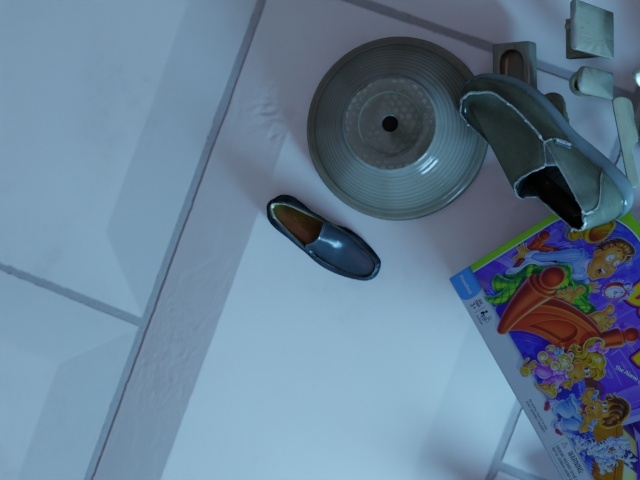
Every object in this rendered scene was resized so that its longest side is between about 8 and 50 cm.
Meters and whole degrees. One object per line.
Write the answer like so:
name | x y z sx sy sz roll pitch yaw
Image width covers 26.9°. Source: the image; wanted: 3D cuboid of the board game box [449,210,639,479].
board game box | 0.336 0.129 1.587 0.233 0.078 0.347 -33 57 8

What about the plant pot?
plant pot | 0.094 -0.142 1.687 0.237 0.110 0.237 0 92 9

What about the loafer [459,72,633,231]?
loafer | 0.256 -0.104 1.593 0.251 0.094 0.087 41 59 19

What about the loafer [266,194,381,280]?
loafer | 0.000 0.000 1.727 0.170 0.061 0.062 30 94 7

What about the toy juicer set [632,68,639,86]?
toy juicer set | 0.548 -0.131 1.586 0.209 0.089 0.329 -39 96 -12

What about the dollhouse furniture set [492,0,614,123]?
dollhouse furniture set | 0.264 -0.206 1.626 0.151 0.123 0.144 -1 91 31

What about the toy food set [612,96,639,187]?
toy food set | 0.461 -0.137 1.667 0.192 0.038 0.132 -10 94 -2
